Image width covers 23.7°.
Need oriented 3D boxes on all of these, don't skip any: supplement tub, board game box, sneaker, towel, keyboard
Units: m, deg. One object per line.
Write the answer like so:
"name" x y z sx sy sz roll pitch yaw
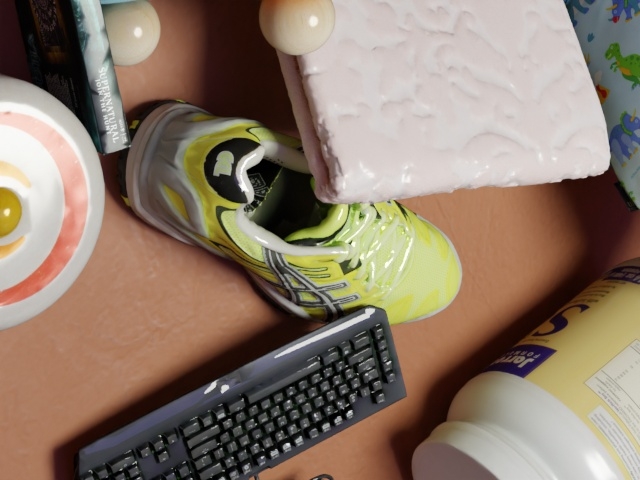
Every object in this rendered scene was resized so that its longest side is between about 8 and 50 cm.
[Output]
"supplement tub" 0.281 0.194 1.555 0.331 0.241 0.241 -35 121 -26
"board game box" -0.198 -0.167 1.157 0.026 0.126 0.186 -20 115 -26
"sneaker" 0.000 0.000 1.344 0.385 0.147 0.145 22 87 -41
"towel" 0.091 -0.190 1.334 0.332 0.053 0.317 -8 76 -37
"keyboard" -0.061 0.198 1.380 0.317 0.033 0.201 -25 129 -16

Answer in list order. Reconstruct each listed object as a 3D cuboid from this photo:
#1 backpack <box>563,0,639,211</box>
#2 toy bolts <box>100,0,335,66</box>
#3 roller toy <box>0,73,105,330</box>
"backpack" 0.390 -0.153 1.487 0.273 0.355 0.290 17 135 -28
"toy bolts" -0.105 -0.203 1.143 0.218 0.228 0.158 -42 130 -60
"roller toy" -0.267 -0.032 1.126 0.209 0.146 0.191 3 100 -38
